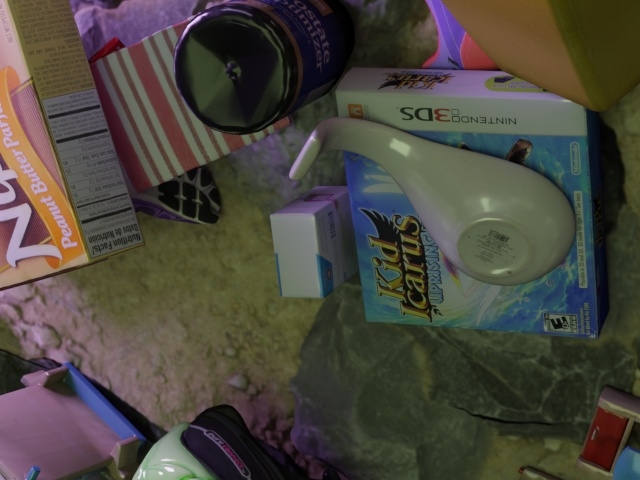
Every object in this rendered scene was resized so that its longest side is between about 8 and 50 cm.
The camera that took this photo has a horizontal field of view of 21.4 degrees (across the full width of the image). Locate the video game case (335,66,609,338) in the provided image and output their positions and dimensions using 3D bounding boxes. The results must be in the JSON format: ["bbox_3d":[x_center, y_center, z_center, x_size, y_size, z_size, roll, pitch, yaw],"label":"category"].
[{"bbox_3d":[0.151,-0.035,1.654,0.244,0.061,0.269,4,122,21],"label":"video game case"}]

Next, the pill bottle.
[{"bbox_3d":[-0.045,-0.182,1.631,0.123,0.219,0.122,6,108,19],"label":"pill bottle"}]

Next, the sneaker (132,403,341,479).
[{"bbox_3d":[0.011,0.357,1.795,0.185,0.202,0.483,-26,113,38],"label":"sneaker"}]

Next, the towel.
[{"bbox_3d":[-0.141,-0.146,1.729,0.197,0.029,0.144,-25,97,-11],"label":"towel"}]

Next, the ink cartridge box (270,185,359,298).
[{"bbox_3d":[0.000,0.000,1.723,0.052,0.122,0.088,0,105,25],"label":"ink cartridge box"}]

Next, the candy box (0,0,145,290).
[{"bbox_3d":[-0.307,-0.117,1.696,0.183,0.087,0.316,-15,94,42],"label":"candy box"}]

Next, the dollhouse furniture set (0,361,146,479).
[{"bbox_3d":[-0.398,0.241,1.855,0.303,0.286,0.198,40,116,18],"label":"dollhouse furniture set"}]

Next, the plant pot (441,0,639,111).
[{"bbox_3d":[0.223,-0.239,1.472,0.212,0.212,0.187,32,154,47],"label":"plant pot"}]

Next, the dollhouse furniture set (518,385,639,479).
[{"bbox_3d":[0.254,0.250,1.696,0.129,0.129,0.183,21,113,14],"label":"dollhouse furniture set"}]

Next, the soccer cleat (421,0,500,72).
[{"bbox_3d":[0.118,-0.308,1.595,0.116,0.108,0.318,-10,105,20],"label":"soccer cleat"}]

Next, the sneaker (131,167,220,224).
[{"bbox_3d":[-0.184,-0.053,1.781,0.071,0.170,0.068,-32,49,51],"label":"sneaker"}]

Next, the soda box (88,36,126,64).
[{"bbox_3d":[-0.285,-0.096,1.817,0.263,0.083,0.092,-39,100,25],"label":"soda box"}]

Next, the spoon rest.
[{"bbox_3d":[0.110,-0.044,1.589,0.276,0.084,0.137,25,129,-11],"label":"spoon rest"}]
